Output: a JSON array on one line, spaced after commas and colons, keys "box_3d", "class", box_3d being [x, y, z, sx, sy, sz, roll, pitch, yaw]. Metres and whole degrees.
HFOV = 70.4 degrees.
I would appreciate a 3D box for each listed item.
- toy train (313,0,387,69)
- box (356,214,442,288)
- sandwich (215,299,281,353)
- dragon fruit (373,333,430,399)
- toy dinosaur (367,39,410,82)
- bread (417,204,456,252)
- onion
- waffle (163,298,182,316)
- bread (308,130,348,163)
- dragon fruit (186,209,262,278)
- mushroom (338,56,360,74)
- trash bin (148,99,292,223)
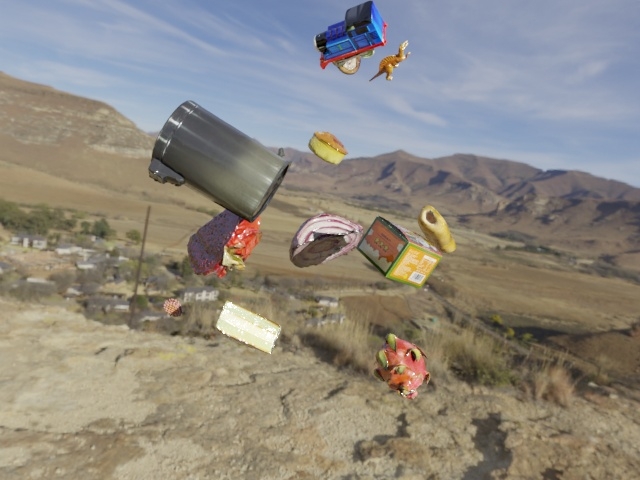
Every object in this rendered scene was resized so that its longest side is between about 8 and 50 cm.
[{"box_3d": [0.077, -0.559, 1.250, 0.204, 0.083, 0.131, -8, -23, 29], "class": "toy train"}, {"box_3d": [0.261, 0.036, 1.495, 0.195, 0.148, 0.177, 20, 19, -41], "class": "box"}, {"box_3d": [-0.252, 0.304, 1.595, 0.144, 0.117, 0.187, 7, -26, 27], "class": "sandwich"}, {"box_3d": [0.328, 0.513, 1.847, 0.224, 0.224, 0.227, 6, 21, -33], "class": "dragon fruit"}, {"box_3d": [0.284, -0.730, 1.890, 0.212, 0.057, 0.142, -32, -16, 12], "class": "toy dinosaur"}, {"box_3d": [0.461, -0.035, 1.815, 0.142, 0.091, 0.305, 50, 6, 31], "class": "bread"}, {"box_3d": [0.000, 0.000, 1.833, 0.314, 0.146, 0.280, -18, -21, -16], "class": "onion"}, {"box_3d": [-0.600, 0.273, 1.844, 0.075, 0.083, 0.029, -10, 25, 18], "class": "waffle"}, {"box_3d": [0.036, -0.331, 1.633, 0.125, 0.086, 0.156, 43, 21, 15], "class": "bread"}, {"box_3d": [-0.283, 0.032, 1.425, 0.317, 0.205, 0.152, -27, -42, 37], "class": "dragon fruit"}, {"box_3d": [0.107, -0.729, 1.828, 0.123, 0.123, 0.052, 7, 6, -28], "class": "mushroom"}, {"box_3d": [-0.256, -0.197, 1.187, 0.301, 0.252, 0.203, 31, -25, -5], "class": "trash bin"}]
